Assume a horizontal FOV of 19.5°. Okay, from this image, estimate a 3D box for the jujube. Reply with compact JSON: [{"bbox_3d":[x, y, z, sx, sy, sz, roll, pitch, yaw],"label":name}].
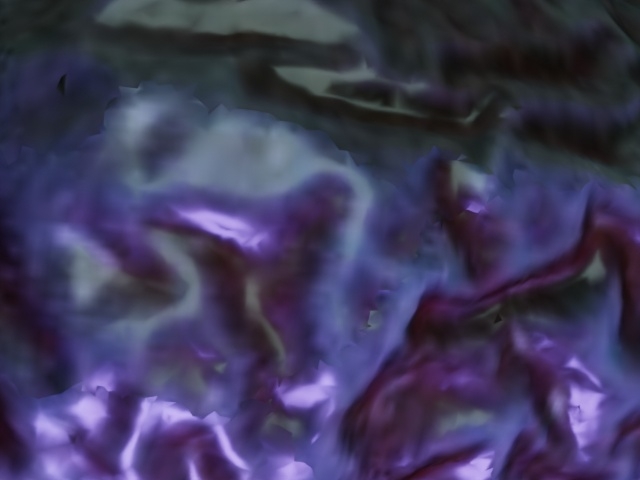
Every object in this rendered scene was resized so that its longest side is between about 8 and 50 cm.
[{"bbox_3d":[0.000,0.000,0.587,0.317,0.226,0.226,10,74,-34],"label":"jujube"}]
